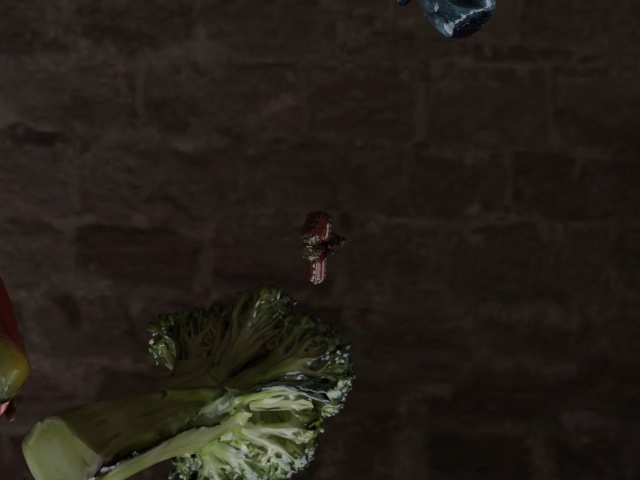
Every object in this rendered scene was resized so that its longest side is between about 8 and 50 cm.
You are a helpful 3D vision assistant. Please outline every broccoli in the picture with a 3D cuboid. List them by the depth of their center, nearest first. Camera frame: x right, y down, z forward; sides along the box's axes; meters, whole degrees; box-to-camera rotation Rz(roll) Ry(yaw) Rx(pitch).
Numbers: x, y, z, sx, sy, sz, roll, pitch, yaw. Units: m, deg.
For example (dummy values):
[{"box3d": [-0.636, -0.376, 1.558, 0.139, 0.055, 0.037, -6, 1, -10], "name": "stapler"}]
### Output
[{"box3d": [-0.150, 0.184, 1.230, 0.361, 0.221, 0.252, -15, 178, -37], "name": "broccoli"}]

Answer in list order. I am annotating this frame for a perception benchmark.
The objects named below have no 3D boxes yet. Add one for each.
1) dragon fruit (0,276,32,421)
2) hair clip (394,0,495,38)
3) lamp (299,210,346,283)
[{"box3d": [-0.329, 0.091, 0.897, 0.224, 0.224, 0.227, 2, -154, -17], "name": "dragon fruit"}, {"box3d": [0.104, -0.372, 1.265, 0.194, 0.310, 0.206, -38, -156, -23], "name": "hair clip"}, {"box3d": [0.000, 0.000, 1.163, 0.031, 0.063, 0.083, 9, 152, 15], "name": "lamp"}]
